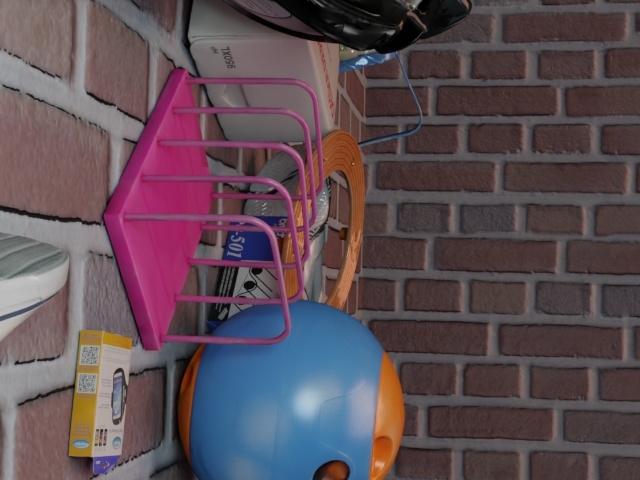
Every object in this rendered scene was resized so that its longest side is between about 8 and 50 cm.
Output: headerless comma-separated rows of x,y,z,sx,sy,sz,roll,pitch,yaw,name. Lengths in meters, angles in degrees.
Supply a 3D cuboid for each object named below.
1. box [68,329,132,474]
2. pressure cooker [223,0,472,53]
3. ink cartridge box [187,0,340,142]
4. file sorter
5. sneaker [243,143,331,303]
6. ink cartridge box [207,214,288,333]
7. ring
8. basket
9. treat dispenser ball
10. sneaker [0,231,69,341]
-0.217,0.160,0.960,0.081,0.028,0.136,51,43,-75,box
0.013,-0.425,1.038,0.375,0.370,0.420,88,22,-57,pressure cooker
-0.061,-0.374,1.412,0.285,0.166,0.394,71,22,-66,ink cartridge box
-0.104,-0.041,1.143,0.290,0.182,0.202,-78,166,-48,file sorter
-0.052,0.034,1.624,0.210,0.138,0.365,69,29,-67,sneaker
-0.098,0.052,1.441,0.046,0.097,0.207,82,13,-47,ink cartridge box
0.000,0.000,1.459,0.336,0.032,0.336,11,90,-71,ring
0.016,-0.288,1.670,0.201,0.255,0.288,-80,151,-70,basket
-0.038,0.218,1.243,0.288,0.288,0.288,1,90,-80,treat dispenser ball
-0.249,0.058,0.631,0.258,0.094,0.091,-43,152,-71,sneaker
